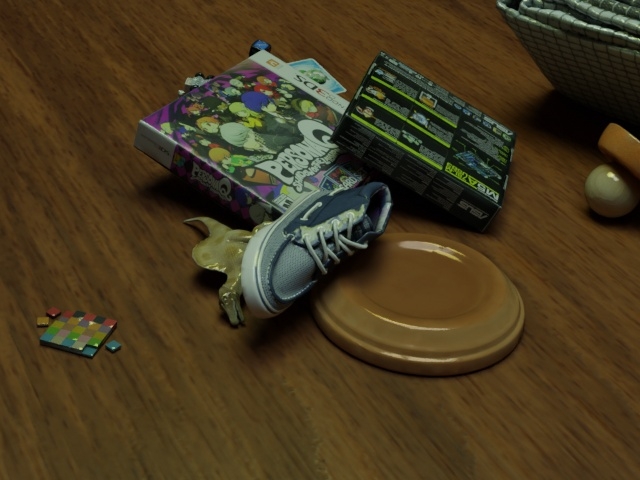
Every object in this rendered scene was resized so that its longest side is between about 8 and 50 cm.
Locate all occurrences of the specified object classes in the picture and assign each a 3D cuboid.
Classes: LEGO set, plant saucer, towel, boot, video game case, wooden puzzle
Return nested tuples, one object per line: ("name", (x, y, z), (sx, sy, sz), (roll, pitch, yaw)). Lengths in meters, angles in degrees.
("LEGO set", (-0.049, -0.151, 1.334), (0.182, 0.060, 0.244), (-18, 51, -33))
("plant saucer", (0.090, 0.048, 1.032), (0.200, 0.037, 0.200), (3, 33, -2))
("towel", (0.377, -0.232, 1.323), (0.284, 0.121, 0.235), (25, -6, 33))
("boot", (0.000, 0.000, 0.998), (0.086, 0.069, 0.190), (-13, 25, 28))
("video game case", (-0.046, -0.104, 1.201), (0.210, 0.042, 0.232), (33, 41, 15))
("wooden puzzle", (-0.209, 0.079, 0.966), (0.083, 0.006, 0.049), (13, 33, 12))

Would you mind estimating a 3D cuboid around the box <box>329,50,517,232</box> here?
("box", (0.119, -0.113, 1.223), (0.191, 0.045, 0.184), (31, 36, -4))

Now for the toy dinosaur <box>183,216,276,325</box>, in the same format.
("toy dinosaur", (-0.077, 0.005, 1.059), (0.093, 0.053, 0.183), (-6, 34, -15))

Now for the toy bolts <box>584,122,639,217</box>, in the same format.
("toy bolts", (0.407, -0.036, 1.171), (0.218, 0.158, 0.228), (37, 7, -29))
